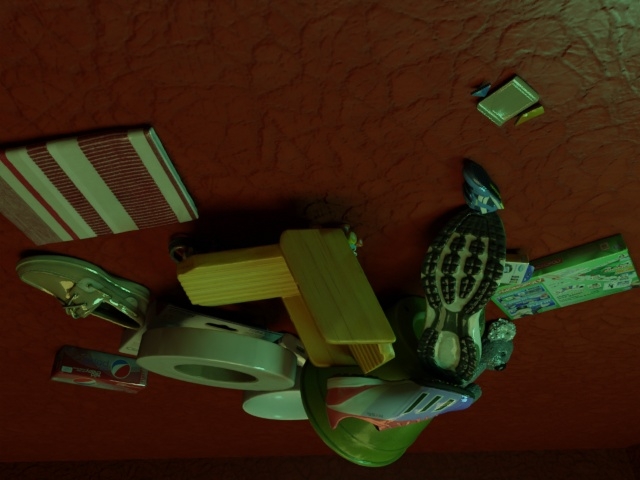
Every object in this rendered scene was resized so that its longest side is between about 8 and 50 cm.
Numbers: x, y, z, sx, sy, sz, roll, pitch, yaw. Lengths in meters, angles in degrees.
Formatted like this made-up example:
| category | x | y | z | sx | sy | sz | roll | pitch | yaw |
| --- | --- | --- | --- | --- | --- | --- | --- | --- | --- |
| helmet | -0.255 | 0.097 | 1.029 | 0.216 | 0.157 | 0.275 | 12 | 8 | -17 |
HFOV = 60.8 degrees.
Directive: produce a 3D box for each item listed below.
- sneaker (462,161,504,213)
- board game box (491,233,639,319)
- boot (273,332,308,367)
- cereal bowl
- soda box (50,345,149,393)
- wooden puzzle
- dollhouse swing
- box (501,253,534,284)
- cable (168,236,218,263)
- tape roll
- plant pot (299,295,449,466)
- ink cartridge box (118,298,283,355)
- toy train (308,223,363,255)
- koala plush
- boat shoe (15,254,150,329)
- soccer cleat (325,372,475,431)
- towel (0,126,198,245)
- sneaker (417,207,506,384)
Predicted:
| category | x | y | z | sx | sy | sz | roll | pitch | yaw |
| --- | --- | --- | --- | --- | --- | --- | --- | --- | --- |
| sneaker | 0.281 | -0.088 | 0.981 | 0.059 | 0.053 | 0.144 | -20 | 143 | 29 |
| board game box | 0.575 | 0.098 | 1.306 | 0.318 | 0.046 | 0.213 | -21 | 143 | 27 |
| boot | -0.073 | 0.336 | 1.605 | 0.086 | 0.069 | 0.190 | -23 | 124 | 39 |
| cereal bowl | -0.082 | 0.468 | 1.755 | 0.339 | 0.141 | 0.338 | -2 | 147 | -1 |
| soda box | -0.658 | 0.392 | 1.643 | 0.263 | 0.083 | 0.092 | 22 | 140 | -33 |
| wooden puzzle | 0.282 | -0.210 | 0.823 | 0.079 | 0.014 | 0.116 | -31 | 139 | 31 |
| dollhouse swing | -0.076 | 0.161 | 1.081 | 0.305 | 0.315 | 0.347 | -22 | 164 | -13 |
| box | 0.404 | 0.062 | 1.226 | 0.136 | 0.028 | 0.081 | 3 | 141 | 6 |
| cable | -0.270 | 0.075 | 1.177 | 0.140 | 0.072 | 0.287 | 10 | 146 | -18 |
| tape roll | -0.249 | 0.298 | 1.341 | 0.393 | 0.071 | 0.392 | 5 | 156 | 2 |
| plant pot | 0.192 | 0.337 | 1.416 | 0.367 | 0.366 | 0.353 | 16 | 132 | -28 |
| ink cartridge box | -0.318 | 0.247 | 1.454 | 0.324 | 0.071 | 0.330 | 21 | 138 | -31 |
| toy train | 0.000 | 0.000 | 1.111 | 0.167 | 0.046 | 0.125 | 1 | 161 | -13 |
| koala plush | 0.452 | 0.316 | 1.560 | 0.222 | 0.203 | 0.196 | -21 | 136 | -9 |
| boat shoe | -0.516 | 0.120 | 1.204 | 0.109 | 0.098 | 0.302 | -26 | 141 | 32 |
| soccer cleat | 0.170 | 0.356 | 1.176 | 0.319 | 0.116 | 0.108 | 3 | 159 | 3 |
| towel | -0.404 | -0.090 | 0.942 | 0.329 | 0.037 | 0.237 | -8 | 146 | 5 |
| sneaker | 0.301 | 0.099 | 1.168 | 0.158 | 0.182 | 0.409 | 16 | 120 | 18 |
